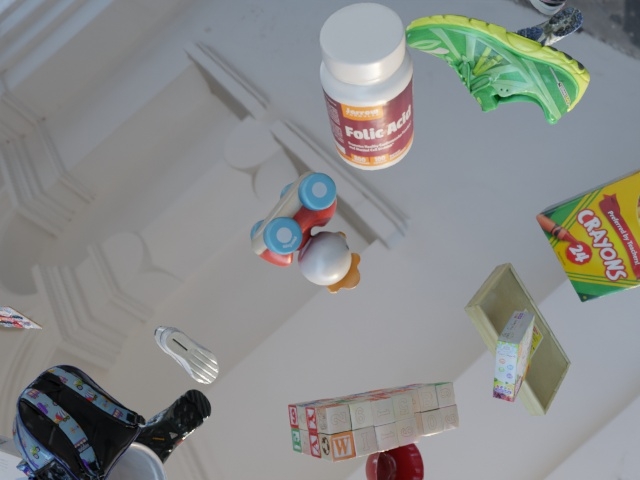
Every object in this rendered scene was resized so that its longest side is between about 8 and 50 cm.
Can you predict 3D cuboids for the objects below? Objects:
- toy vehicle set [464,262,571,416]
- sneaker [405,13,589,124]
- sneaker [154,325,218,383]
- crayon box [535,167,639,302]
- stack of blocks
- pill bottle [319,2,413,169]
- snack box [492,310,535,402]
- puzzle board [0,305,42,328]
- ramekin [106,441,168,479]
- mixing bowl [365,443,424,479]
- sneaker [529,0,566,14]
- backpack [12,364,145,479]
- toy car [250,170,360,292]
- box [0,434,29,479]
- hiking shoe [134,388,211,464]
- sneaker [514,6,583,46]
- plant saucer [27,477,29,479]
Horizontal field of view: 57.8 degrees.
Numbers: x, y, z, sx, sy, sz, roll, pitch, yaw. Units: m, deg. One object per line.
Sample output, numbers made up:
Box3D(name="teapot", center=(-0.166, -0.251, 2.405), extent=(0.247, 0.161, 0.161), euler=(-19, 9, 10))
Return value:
Box3D(name="toy vehicle set", center=(0.409, 0.199, 1.186), extent=(0.035, 0.166, 0.267), euler=(-25, 100, 49))
Box3D(name="sneaker", center=(0.259, -0.269, 0.905), extent=(0.295, 0.123, 0.109), euler=(27, -161, 16))
Box3D(name="sneaker", center=(-0.401, 0.337, 1.753), extent=(0.091, 0.094, 0.258), euler=(20, 149, 47))
Box3D(name="crayon box", center=(0.598, -0.028, 1.082), extent=(0.081, 0.318, 0.202), euler=(-26, -93, -47))
Box3D(name="stack of blocks", center=(0.111, 0.329, 1.080), extent=(0.171, 0.297, 0.087), euler=(-27, 68, 61))
Box3D(name="pill bottle", center=(0.119, -0.369, 1.438), extent=(0.224, 0.224, 0.392), euler=(48, 170, 26))
Box3D(name="snack box", center=(0.317, 0.185, 0.947), extent=(0.037, 0.100, 0.141), euler=(6, -163, 28))
Box3D(name="puzzle board", center=(-0.703, 0.173, 1.299), extent=(0.128, 0.011, 0.096), euler=(-1, 145, 27))
Box3D(name="ramekin", center=(-0.390, 0.474, 1.053), extent=(0.207, 0.109, 0.207), euler=(28, -125, -51))
Box3D(name="mixing bowl", center=(0.193, 0.644, 1.624), extent=(0.181, 0.181, 0.098), euler=(48, 144, -14))
Box3D(name="sneaker", center=(0.348, -0.456, 0.948), extent=(0.178, 0.072, 0.077), euler=(37, 180, -4))
Box3D(name="backpack", center=(-0.379, 0.283, 0.864), extent=(0.173, 0.117, 0.158), euler=(47, -155, -9))
Box3D(name="toy car", center=(0.000, 0.000, 1.210), extent=(0.238, 0.210, 0.219), euler=(40, 170, -12))
Box3D(name="box", center=(-0.664, 0.591, 1.237), extent=(0.232, 0.322, 0.058), euler=(12, -172, 14))
Box3D(name="hiking shoe", center=(-0.382, 0.466, 1.315), extent=(0.113, 0.304, 0.132), euler=(53, 140, 11))
Box3D(name="sneaker", center=(0.381, -0.348, 0.989), extent=(0.058, 0.135, 0.052), euler=(-31, -79, -54))
Box3D(name="plant saucer", center=(-0.443, 0.379, 0.925), extent=(0.015, 0.083, 0.083), euler=(8, 172, 9))
